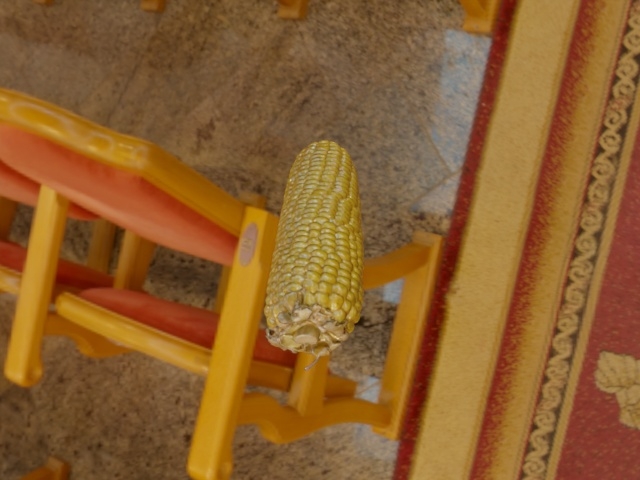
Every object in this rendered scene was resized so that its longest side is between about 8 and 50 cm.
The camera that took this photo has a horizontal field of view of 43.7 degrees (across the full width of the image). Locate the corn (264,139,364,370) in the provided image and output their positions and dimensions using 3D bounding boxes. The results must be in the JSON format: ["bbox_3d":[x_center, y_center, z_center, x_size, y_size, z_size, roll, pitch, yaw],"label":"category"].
[{"bbox_3d":[0.000,0.000,0.912,0.106,0.106,0.305,-28,34,28],"label":"corn"}]
